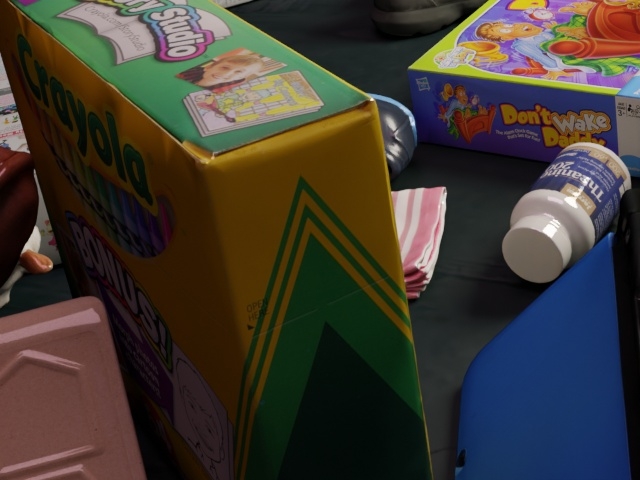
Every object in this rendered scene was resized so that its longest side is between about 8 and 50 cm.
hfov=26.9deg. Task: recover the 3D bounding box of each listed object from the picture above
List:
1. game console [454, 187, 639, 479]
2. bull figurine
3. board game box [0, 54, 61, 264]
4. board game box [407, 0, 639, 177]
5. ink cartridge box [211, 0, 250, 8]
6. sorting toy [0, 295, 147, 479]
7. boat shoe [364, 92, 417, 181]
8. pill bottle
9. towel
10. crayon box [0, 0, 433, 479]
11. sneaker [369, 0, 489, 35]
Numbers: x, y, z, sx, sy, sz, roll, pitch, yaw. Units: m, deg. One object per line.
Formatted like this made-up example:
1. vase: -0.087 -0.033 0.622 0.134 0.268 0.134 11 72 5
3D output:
1. game console: 0.210 0.117 0.762 0.250 0.173 0.293 9 34 4
2. bull figurine: -0.276 0.014 0.965 0.188 0.101 0.310 -43 0 -21
3. board game box: -0.310 -0.078 1.254 0.224 0.097 0.303 -13 30 -2
4. board game box: 0.273 -0.190 1.264 0.233 0.078 0.347 12 39 34
5. ink cartridge box: -0.197 -0.364 1.709 0.330 0.071 0.324 -17 32 -12
6. sorting toy: -0.204 0.152 0.819 0.193 0.038 0.208 -14 72 -6
7. boat shoe: -0.048 -0.090 1.181 0.258 0.109 0.089 -5 35 14
8. pill bottle: 0.187 -0.020 1.027 0.067 0.067 0.120 11 37 31
9. towel: 0.000 0.000 1.092 0.197 0.029 0.144 -3 31 14
10. crayon box: -0.077 0.011 0.825 0.106 0.313 0.363 -24 33 -20
11. sneaker: 0.179 -0.302 1.452 0.267 0.106 0.101 -17 30 -13
